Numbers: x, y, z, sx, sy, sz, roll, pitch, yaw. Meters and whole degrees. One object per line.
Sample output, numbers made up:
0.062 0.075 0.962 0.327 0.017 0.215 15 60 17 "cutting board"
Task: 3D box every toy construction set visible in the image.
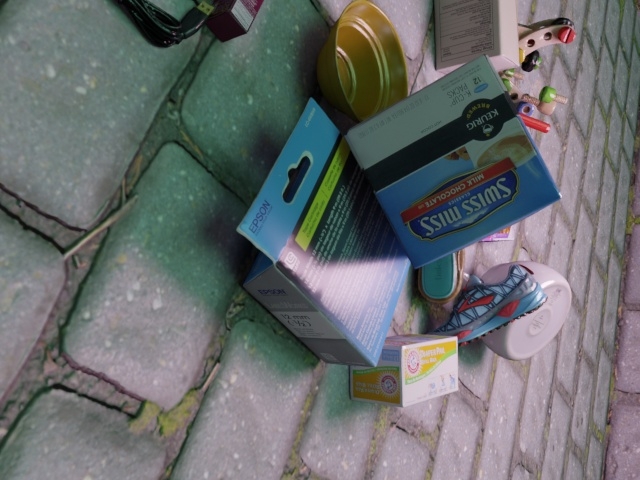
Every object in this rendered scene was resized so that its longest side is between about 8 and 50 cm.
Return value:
0.454 -0.421 1.452 0.237 0.257 0.309 17 56 -9 "toy construction set"

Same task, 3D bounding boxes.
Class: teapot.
0.440 0.142 1.405 0.252 0.187 0.256 -28 130 -20 "teapot"

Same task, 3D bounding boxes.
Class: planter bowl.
0.057 -0.286 1.020 0.217 0.090 0.217 5 84 -50 "planter bowl"

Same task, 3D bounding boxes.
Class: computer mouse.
-0.181 -0.376 0.757 0.184 0.060 0.262 47 54 -37 "computer mouse"

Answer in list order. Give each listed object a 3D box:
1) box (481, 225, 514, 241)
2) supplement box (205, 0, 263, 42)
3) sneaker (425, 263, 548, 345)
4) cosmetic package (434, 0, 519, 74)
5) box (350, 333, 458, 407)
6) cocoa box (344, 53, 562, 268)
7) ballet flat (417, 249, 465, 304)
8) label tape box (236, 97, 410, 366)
0.408 -0.143 1.472 0.200 0.057 0.294 0 88 -52 "box"
-0.117 -0.326 0.835 0.043 0.055 0.083 44 56 -41 "supplement box"
0.328 0.135 1.252 0.125 0.261 0.104 64 7 13 "sneaker"
0.348 -0.537 1.343 0.113 0.160 0.310 -1 90 -51 "cosmetic package"
0.156 0.231 1.093 0.203 0.114 0.103 4 84 -50 "box"
0.225 -0.112 0.981 0.228 0.231 0.347 64 16 5 "cocoa box"
0.264 -0.037 1.261 0.124 0.116 0.343 17 74 -70 "ballet flat"
0.000 0.000 0.918 0.348 0.115 0.249 48 52 -35 "label tape box"
